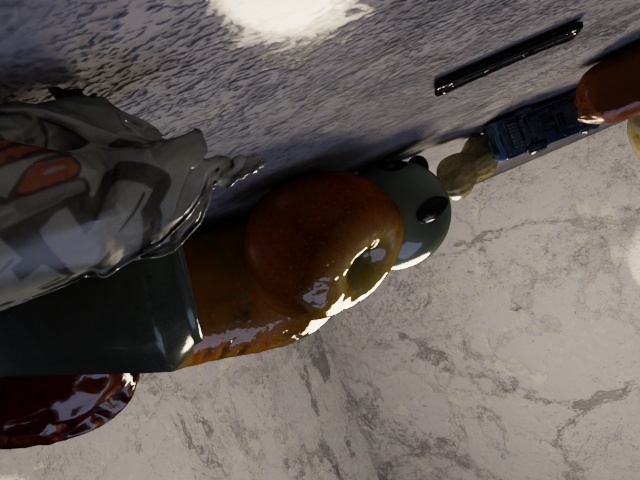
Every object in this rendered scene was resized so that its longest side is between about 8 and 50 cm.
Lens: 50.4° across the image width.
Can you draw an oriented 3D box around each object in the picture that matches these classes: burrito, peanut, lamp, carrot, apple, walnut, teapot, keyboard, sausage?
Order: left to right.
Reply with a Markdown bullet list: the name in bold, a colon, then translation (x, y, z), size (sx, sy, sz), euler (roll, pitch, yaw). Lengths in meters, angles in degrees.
- **burrito**: translation (-0.239, 0.009, 0.340), size (0.446, 0.101, 0.139), euler (-18, 165, -11)
- **teapot**: translation (-0.215, 0.036, 0.514), size (0.225, 0.171, 0.203), euler (-14, 165, -11)
- **walnut**: translation (-0.351, 0.128, 0.846), size (0.269, 0.221, 0.244), euler (-7, -164, -11)
- **carrot**: translation (-0.133, 0.080, 1.093), size (0.341, 0.224, 0.224), euler (-17, 175, -35)
- **apple**: translation (0.000, 0.000, 0.950), size (0.235, 0.173, 0.210), euler (-4, 121, -51)
- **lamp**: translation (0.121, -0.053, 1.144), size (0.198, 0.197, 0.244), euler (-22, -161, 17)
- **peanut**: translation (0.267, -0.136, 1.225), size (0.187, 0.082, 0.082), euler (-39, -173, -31)
- **keyboard**: translation (0.190, -0.185, 0.697), size (0.155, 0.010, 0.053), euler (-22, 178, 8)
- **sausage**: translation (0.513, -0.256, 0.919), size (0.348, 0.094, 0.097), euler (-24, -171, 22)

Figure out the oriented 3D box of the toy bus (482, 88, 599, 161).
- **toy bus**: translation (0.397, -0.201, 1.181), size (0.237, 0.079, 0.094), euler (-21, 178, -13)

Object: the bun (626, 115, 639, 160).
- **bun**: translation (0.714, -0.253, 1.171), size (0.365, 0.219, 0.365), euler (-6, 170, -1)
